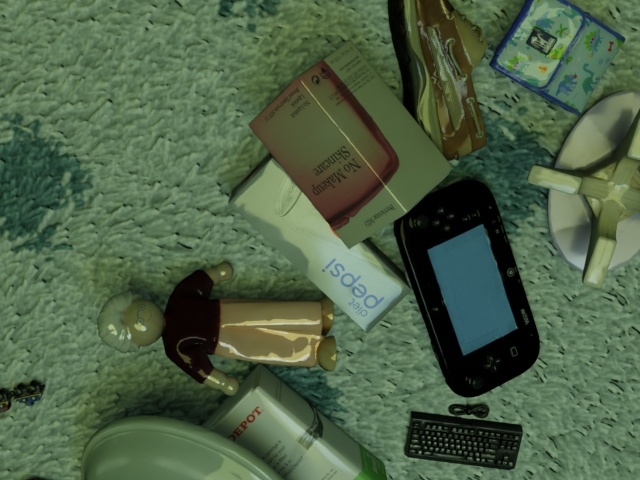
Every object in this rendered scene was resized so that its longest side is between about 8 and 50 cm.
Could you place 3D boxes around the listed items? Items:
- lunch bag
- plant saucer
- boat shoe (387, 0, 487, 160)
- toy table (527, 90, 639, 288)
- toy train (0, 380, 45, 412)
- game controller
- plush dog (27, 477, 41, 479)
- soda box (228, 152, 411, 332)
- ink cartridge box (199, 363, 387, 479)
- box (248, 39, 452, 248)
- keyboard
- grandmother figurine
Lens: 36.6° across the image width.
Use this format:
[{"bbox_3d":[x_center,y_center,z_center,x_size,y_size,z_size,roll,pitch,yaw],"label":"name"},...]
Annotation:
[{"bbox_3d":[0.326,-0.266,1.353,0.151,0.096,0.128,26,101,-22],"label":"lunch bag"},{"bbox_3d":[-0.198,0.435,1.435,0.401,0.100,0.400,13,129,17],"label":"plant saucer"},{"bbox_3d":[0.170,-0.267,1.364,0.120,0.122,0.324,-11,111,-3],"label":"boat shoe"},{"bbox_3d":[0.416,-0.074,1.367,0.252,0.161,0.274,5,101,9],"label":"toy table"},{"bbox_3d":[-0.507,0.255,1.524,0.158,0.027,0.036,-14,106,4],"label":"toy train"},{"bbox_3d":[0.223,0.073,1.450,0.167,0.067,0.319,-22,103,-8],"label":"game controller"},{"bbox_3d":[-0.445,0.510,1.518,0.225,0.210,0.262,-37,101,-16],"label":"plush dog"},{"bbox_3d":[0.000,0.000,1.431,0.286,0.091,0.098,44,99,-10],"label":"soda box"},{"bbox_3d":[-0.060,0.357,1.503,0.273,0.115,0.198,42,100,-9],"label":"ink cartridge box"},{"bbox_3d":[0.040,-0.130,1.341,0.232,0.127,0.149,51,142,-3],"label":"box"},{"bbox_3d":[0.230,0.309,1.541,0.180,0.023,0.108,7,103,-3],"label":"keyboard"},{"bbox_3d":[-0.153,0.122,1.422,0.343,0.207,0.104,3,140,-12],"label":"grandmother figurine"}]
